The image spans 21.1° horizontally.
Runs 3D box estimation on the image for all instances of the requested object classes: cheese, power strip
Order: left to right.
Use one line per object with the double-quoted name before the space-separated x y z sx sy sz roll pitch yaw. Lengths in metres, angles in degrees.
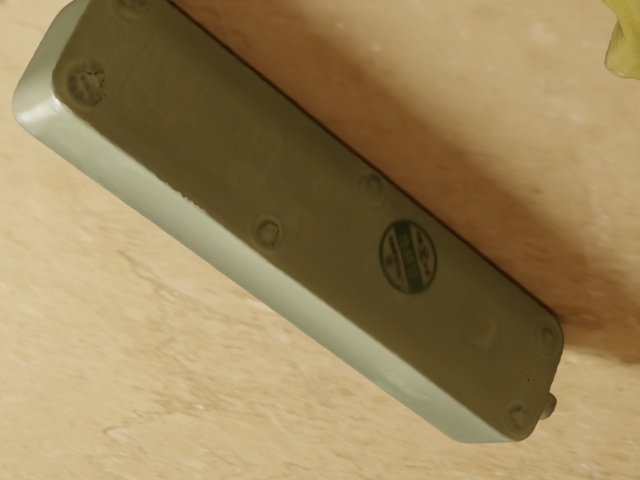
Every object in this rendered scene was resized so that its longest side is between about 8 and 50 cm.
"power strip" 0.000 0.000 0.972 0.385 0.091 0.062 38 150 -25
"cheese" 0.140 -0.101 0.764 0.044 0.030 0.083 -2 149 28
